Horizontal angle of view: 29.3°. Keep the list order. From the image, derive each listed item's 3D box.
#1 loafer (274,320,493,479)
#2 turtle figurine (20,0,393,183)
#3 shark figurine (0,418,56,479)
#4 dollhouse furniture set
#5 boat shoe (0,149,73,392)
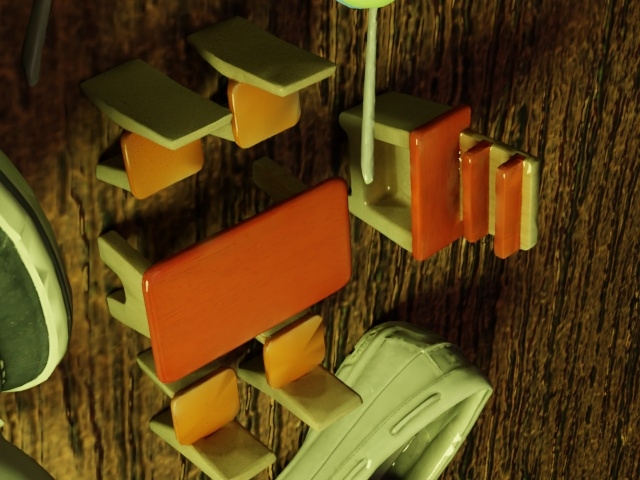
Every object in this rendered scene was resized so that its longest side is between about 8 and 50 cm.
[{"bbox_3d":[0.017,0.214,0.925,0.112,0.111,0.319,26,93,-49],"label":"loafer"},{"bbox_3d":[-0.034,-0.201,0.582,0.197,0.266,0.275,3,159,-13],"label":"turtle figurine"},{"bbox_3d":[-0.188,0.130,0.686,0.166,0.116,0.278,-30,133,17],"label":"shark figurine"},{"bbox_3d":[0.000,0.000,0.762,0.259,0.135,0.262,-29,131,-31],"label":"dollhouse furniture set"},{"bbox_3d":[-0.249,-0.026,0.405,0.500,0.186,0.156,57,42,-60],"label":"boat shoe"}]
